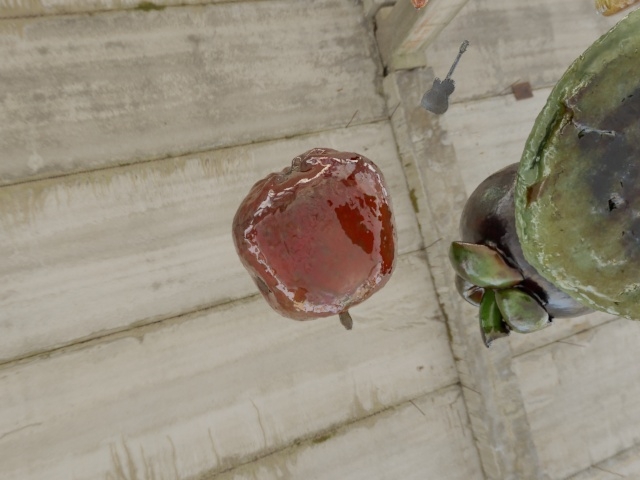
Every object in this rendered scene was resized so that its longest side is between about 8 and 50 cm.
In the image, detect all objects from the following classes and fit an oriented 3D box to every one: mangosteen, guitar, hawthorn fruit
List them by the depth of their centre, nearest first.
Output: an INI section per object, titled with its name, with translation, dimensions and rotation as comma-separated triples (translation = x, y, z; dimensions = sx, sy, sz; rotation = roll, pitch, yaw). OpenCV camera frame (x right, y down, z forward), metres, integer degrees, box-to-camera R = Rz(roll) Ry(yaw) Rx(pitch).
[hawthorn fruit]
translation = 0.000, 0.000, 0.672
dimensions = 0.275, 0.275, 0.300
rotation = -18, -95, -15
[mangosteen]
translation = 0.379, 0.010, 0.725
dimensions = 0.310, 0.311, 0.312
rotation = 1, -96, -14
[guitar]
translation = 0.380, -0.483, 1.237
dimensions = 0.088, 0.233, 0.025
rotation = 28, -128, 6

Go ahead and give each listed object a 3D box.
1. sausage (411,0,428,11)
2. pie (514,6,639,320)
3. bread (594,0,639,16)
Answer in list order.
[sausage]
translation = 0.288, -0.768, 1.039
dimensions = 0.053, 0.053, 0.348
rotation = 0, -53, -14
[pie]
translation = 0.333, -0.065, 0.372
dimensions = 0.322, 0.071, 0.324
rotation = 2, -61, 3
[bread]
translation = 1.026, -0.821, 1.330
dimensions = 0.136, 0.241, 0.107
rotation = -25, -84, -30
